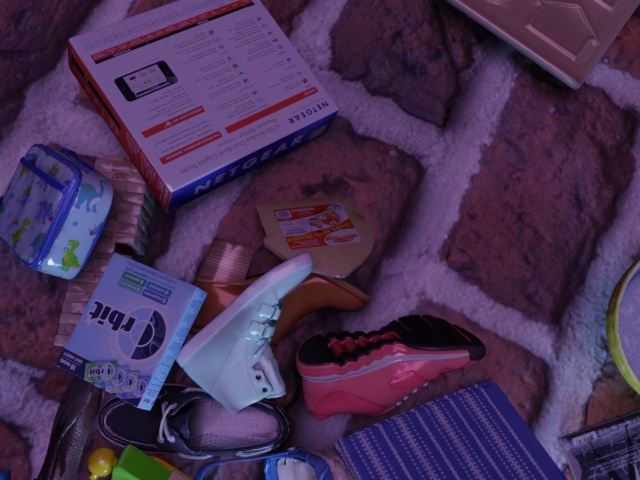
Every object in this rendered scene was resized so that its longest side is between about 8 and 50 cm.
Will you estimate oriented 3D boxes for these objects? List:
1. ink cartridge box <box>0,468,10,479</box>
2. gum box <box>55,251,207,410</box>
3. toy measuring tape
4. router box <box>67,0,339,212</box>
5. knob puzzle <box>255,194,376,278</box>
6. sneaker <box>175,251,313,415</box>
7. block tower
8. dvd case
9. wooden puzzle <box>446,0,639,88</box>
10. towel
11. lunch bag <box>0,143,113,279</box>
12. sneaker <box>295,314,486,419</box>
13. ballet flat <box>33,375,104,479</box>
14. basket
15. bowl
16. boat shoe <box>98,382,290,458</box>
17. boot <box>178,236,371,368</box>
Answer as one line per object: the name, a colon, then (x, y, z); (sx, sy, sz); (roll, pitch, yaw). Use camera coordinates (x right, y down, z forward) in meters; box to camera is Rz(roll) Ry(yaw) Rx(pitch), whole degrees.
ink cartridge box: (-0.523, 0.415, 1.004); (0.088, 0.052, 0.122); (-4, 79, -4)
gum box: (-0.274, 0.129, 0.970); (0.157, 0.041, 0.184); (19, 76, 21)
toy measuring tape: (-0.217, 0.420, 1.008); (0.330, 0.121, 0.121); (39, 78, -13)
router box: (-0.189, -0.251, 1.106); (0.335, 0.082, 0.301); (-30, 81, -26)
knob puzzle: (0.000, 0.000, 1.079); (0.213, 0.030, 0.213); (6, 39, -5)
sneaker: (-0.073, 0.141, 0.979); (0.256, 0.094, 0.151); (-43, 87, 7)
block tower: (-0.340, 0.027, 1.080); (0.097, 0.091, 0.335); (7, 77, -1)
dvd case: (0.503, 0.404, 1.083); (0.164, 0.018, 0.221); (-16, 78, -8)
wooden puzzle: (0.419, -0.477, 1.245); (0.322, 0.080, 0.348); (37, 74, 4)
towel: (0.206, 0.340, 0.952); (0.336, 0.040, 0.243); (-9, 50, -36)
lunch bag: (-0.416, -0.053, 1.031); (0.219, 0.090, 0.176); (29, 92, 45)
sneaker: (0.112, 0.210, 1.075); (0.314, 0.116, 0.136); (-6, 112, -14)
ballet flat: (-0.384, 0.315, 1.032); (0.058, 0.084, 0.250); (27, 72, -35)
basket: (-0.025, 0.421, 0.940); (0.289, 0.201, 0.255); (-1, 75, -35)
bowl: (0.580, 0.148, 1.072); (0.289, 0.156, 0.289); (1, 78, -3)
boat shoe: (-0.198, 0.278, 1.032); (0.302, 0.091, 0.114); (-1, 78, -4)
boot: (-0.076, 0.135, 1.068); (0.283, 0.109, 0.220); (17, 85, -11)
